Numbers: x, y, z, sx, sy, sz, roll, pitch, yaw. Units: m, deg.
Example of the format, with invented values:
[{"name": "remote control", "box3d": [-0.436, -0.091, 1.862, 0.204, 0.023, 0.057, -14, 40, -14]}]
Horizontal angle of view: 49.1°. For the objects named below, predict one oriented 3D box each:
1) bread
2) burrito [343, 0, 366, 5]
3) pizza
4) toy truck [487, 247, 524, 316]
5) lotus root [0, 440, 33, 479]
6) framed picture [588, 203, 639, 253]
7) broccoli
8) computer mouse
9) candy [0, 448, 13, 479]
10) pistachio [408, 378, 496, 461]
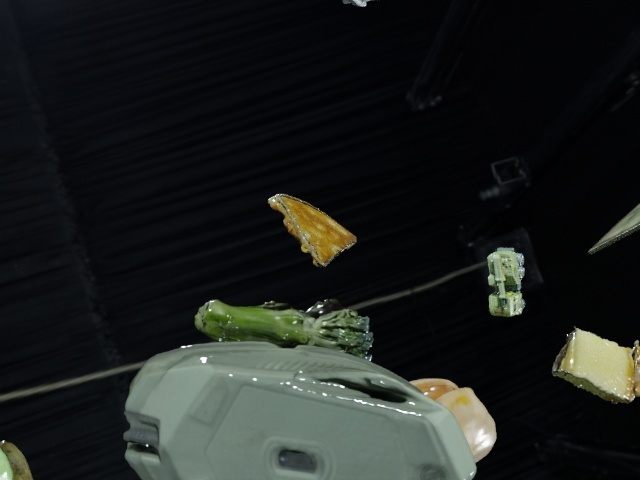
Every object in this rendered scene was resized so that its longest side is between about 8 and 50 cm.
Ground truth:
[{"name": "bread", "box3d": [0.513, 0.254, 1.296, 0.147, 0.127, 0.152, 21, -41, 11]}, {"name": "burrito", "box3d": [0.040, -0.308, 0.624, 0.064, 0.064, 0.203, -166, -108, -73]}, {"name": "pizza", "box3d": [0.000, 0.000, 1.223, 0.036, 0.185, 0.176, -49, -142, 26]}, {"name": "toy truck", "box3d": [0.449, 0.105, 1.718, 0.077, 0.100, 0.169, 3, -83, 35]}, {"name": "lotus root", "box3d": [-0.687, 0.533, 1.550, 0.179, 0.080, 0.089, 64, 0, 20]}, {"name": "framed picture", "box3d": [0.580, -0.059, 1.210, 0.010, 0.173, 0.231, 51, -22, 6]}, {"name": "broccoli", "box3d": [-0.062, 0.156, 1.133, 0.165, 0.304, 0.145, -61, -148, 15]}, {"name": "computer mouse", "box3d": [-0.028, 0.240, 0.861, 0.145, 0.429, 0.228, -45, 139, -74]}, {"name": "candy", "box3d": [-0.671, 0.374, 1.215, 0.343, 0.132, 0.142, 11, -53, 36]}, {"name": "pistachio", "box3d": [0.261, 0.426, 1.580, 0.230, 0.309, 0.230, -10, -103, 49]}]
